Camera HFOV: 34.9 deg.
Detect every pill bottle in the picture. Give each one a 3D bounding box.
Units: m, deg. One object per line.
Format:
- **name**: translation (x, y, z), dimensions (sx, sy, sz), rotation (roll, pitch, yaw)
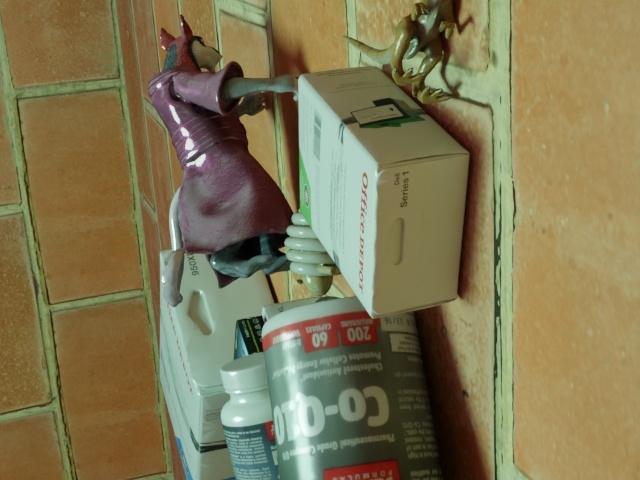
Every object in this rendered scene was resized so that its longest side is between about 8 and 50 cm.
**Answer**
- **pill bottle**: translation (-0.062, 0.232, 1.237), dimensions (0.108, 0.108, 0.180), rotation (-173, 68, -73)
- **pill bottle**: translation (0.037, 0.209, 1.013), dimensions (0.161, 0.161, 0.283), rotation (126, 137, -68)

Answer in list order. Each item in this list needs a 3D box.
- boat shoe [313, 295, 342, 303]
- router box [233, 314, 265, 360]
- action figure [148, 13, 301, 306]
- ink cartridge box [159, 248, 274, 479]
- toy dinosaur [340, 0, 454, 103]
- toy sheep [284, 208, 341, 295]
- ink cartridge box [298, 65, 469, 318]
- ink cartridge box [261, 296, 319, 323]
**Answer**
- **boat shoe**: translation (0.004, 0.212, 1.165), dimensions (0.094, 0.109, 0.302), rotation (123, 152, -56)
- **router box**: translation (-0.086, 0.174, 1.353), dimensions (0.122, 0.038, 0.092), rotation (99, 156, -43)
- **action figure**: translation (-0.150, -0.116, 1.348), dimensions (0.370, 0.276, 0.248), rotation (64, 167, 8)
- **ink cartridge box**: translation (-0.169, 0.228, 1.740), dimensions (0.395, 0.166, 0.285), rotation (100, 154, -51)
- **toy dinosaur**: translation (0.083, -0.176, 0.895), dimensions (0.211, 0.064, 0.112), rotation (140, 138, -61)
- **toy sheep**: translation (0.000, 0.000, 1.203), dimensions (0.091, 0.091, 0.132), rotation (-176, 91, -73)
- **ink cartridge box**: translation (0.052, -0.052, 0.973), dimensions (0.219, 0.093, 0.160), rotation (-124, 29, -54)
- **ink cartridge box**: translation (-0.030, 0.198, 1.401), dimensions (0.203, 0.086, 0.148), rotation (102, 153, -49)
